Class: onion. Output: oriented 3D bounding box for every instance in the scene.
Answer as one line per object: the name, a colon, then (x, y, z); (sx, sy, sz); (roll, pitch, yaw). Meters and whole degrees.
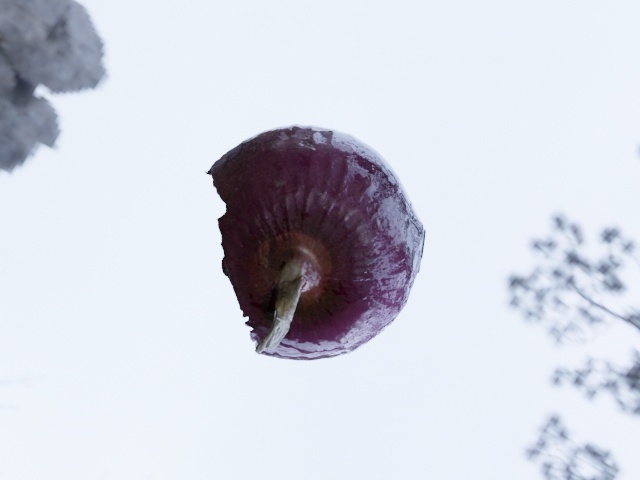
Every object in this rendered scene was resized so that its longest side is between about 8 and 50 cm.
onion: (0.000, -0.002, 1.553); (0.200, 0.200, 0.207); (-23, -103, 22)
